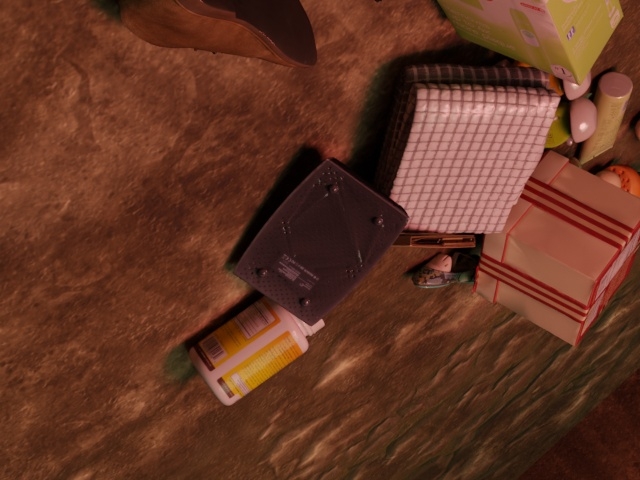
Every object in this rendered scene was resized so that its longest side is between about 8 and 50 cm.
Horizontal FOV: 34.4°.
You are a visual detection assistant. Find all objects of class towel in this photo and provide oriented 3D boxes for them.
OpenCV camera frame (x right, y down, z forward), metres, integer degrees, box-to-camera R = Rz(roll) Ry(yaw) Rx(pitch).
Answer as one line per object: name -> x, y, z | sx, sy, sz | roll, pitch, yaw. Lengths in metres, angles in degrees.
towel -> 0.211, -0.141, 1.588 | 0.235, 0.121, 0.283 | -1, 136, -15

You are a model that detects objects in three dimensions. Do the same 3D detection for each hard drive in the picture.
hard drive -> 0.000, 0.000, 1.576 | 0.254, 0.172, 0.054 | -49, -168, 28

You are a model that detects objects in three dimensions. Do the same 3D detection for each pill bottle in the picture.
pill bottle -> -0.103, 0.169, 1.719 | 0.215, 0.117, 0.117 | -35, 149, -7

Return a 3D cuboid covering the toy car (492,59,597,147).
toy car -> 0.361, -0.242, 1.667 | 0.136, 0.159, 0.182 | -65, 144, -46

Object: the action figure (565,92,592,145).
action figure -> 0.368, -0.201, 1.799 | 0.232, 0.063, 0.137 | -4, 138, -39

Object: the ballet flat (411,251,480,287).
ballet flat -> 0.247, 0.053, 2.005 | 0.188, 0.070, 0.070 | -4, 134, -46

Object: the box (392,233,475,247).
box -> 0.125, 0.000, 1.695 | 0.164, 0.201, 0.021 | -1, 92, -45

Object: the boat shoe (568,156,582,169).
boat shoe -> 0.472, -0.106, 2.034 | 0.045, 0.050, 0.135 | -25, 146, -32

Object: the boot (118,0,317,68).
boot -> -0.112, -0.261, 1.206 | 0.115, 0.112, 0.305 | -20, 164, 29

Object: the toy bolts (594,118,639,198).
toy bolts -> 0.676, -0.142, 2.084 | 0.159, 0.218, 0.228 | 12, 104, -45

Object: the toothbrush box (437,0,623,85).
toothbrush box -> 0.248, -0.340, 1.320 | 0.122, 0.206, 0.283 | -58, 150, -4

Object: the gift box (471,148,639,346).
gift box -> 0.423, 0.013, 1.917 | 0.276, 0.258, 0.255 | -42, 151, -32

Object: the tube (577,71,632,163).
tube -> 0.534, -0.222, 1.951 | 0.070, 0.062, 0.240 | 6, 152, 9
